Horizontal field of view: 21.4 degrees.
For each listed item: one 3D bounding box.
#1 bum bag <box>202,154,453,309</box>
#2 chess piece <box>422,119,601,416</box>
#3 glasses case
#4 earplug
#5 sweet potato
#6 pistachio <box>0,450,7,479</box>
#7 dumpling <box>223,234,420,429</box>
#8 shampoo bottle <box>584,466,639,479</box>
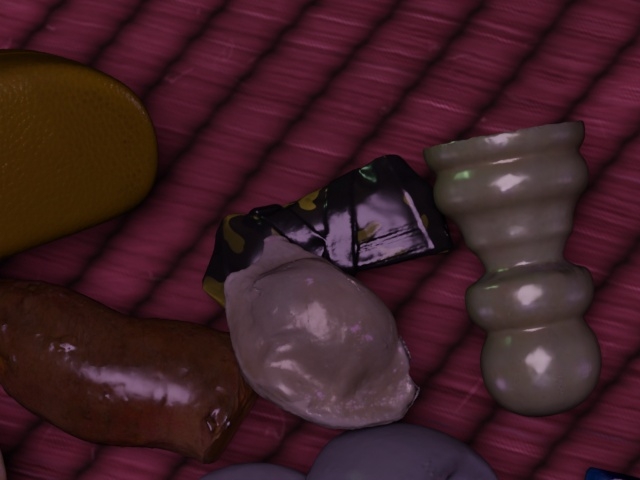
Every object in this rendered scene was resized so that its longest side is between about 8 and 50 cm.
[{"bbox_3d":[0.000,0.000,1.544,0.232,0.060,0.107,-19,81,2],"label":"bum bag"},{"bbox_3d":[0.183,0.030,1.493,0.144,0.144,0.251,-11,89,4],"label":"chess piece"},{"bbox_3d":[-0.335,-0.067,1.484,0.371,0.141,0.173,-21,113,-24],"label":"glasses case"},{"bbox_3d":[0.006,0.273,1.460,0.325,0.175,0.214,-25,89,3],"label":"earplug"},{"bbox_3d":[-0.221,0.110,1.523,0.336,0.131,0.131,14,86,7],"label":"sweet potato"},{"bbox_3d":[-0.386,0.227,1.494,0.318,0.193,0.214,42,96,19],"label":"pistachio"},{"bbox_3d":[-0.009,0.086,1.465,0.136,0.118,0.199,-33,71,-17],"label":"dumpling"},{"bbox_3d":[0.257,0.298,1.497,0.087,0.050,0.183,13,86,3],"label":"shampoo bottle"}]
